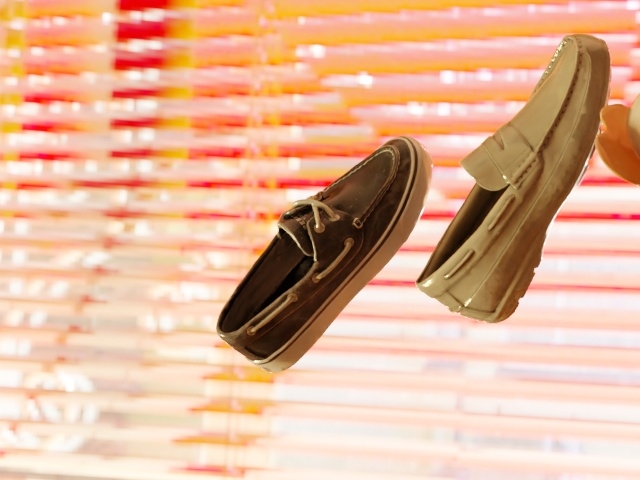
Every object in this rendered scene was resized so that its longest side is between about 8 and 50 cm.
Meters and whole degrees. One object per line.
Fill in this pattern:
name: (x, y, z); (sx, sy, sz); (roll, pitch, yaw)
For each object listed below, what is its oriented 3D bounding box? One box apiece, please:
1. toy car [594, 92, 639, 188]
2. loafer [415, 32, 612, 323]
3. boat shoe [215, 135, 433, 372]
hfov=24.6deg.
toy car: (0.316, -0.062, 1.085); (0.238, 0.210, 0.219); (-14, -31, -18)
loafer: (0.199, -0.068, 1.508); (0.111, 0.319, 0.112); (20, 11, -13)
boat shoe: (0.000, 0.000, 1.576); (0.102, 0.301, 0.108); (38, 3, -41)
